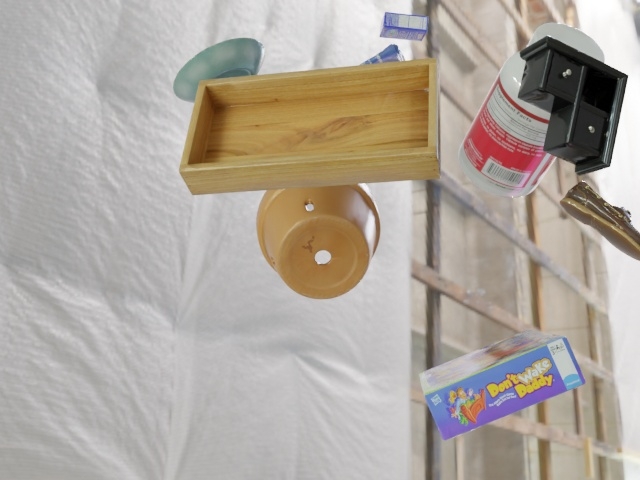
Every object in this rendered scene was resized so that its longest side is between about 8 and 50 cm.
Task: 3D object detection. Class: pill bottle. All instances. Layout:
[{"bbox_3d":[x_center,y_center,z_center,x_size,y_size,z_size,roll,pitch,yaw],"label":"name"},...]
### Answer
[{"bbox_3d":[0.515,-0.314,1.919,0.408,0.229,0.229,112,-178,-48],"label":"pill bottle"}]

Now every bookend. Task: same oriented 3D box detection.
[{"bbox_3d":[0.372,-0.204,1.194,0.157,0.072,0.156,21,-104,-17],"label":"bookend"}]

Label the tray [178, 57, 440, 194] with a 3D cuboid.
[{"bbox_3d":[-0.012,-0.185,1.286,0.076,0.411,0.203,71,-159,-54],"label":"tray"}]

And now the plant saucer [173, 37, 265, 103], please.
[{"bbox_3d":[-0.186,-0.312,1.500,0.195,0.195,0.037,-3,-119,-58],"label":"plant saucer"}]

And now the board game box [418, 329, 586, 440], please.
[{"bbox_3d":[0.294,0.237,1.346,0.347,0.233,0.078,41,-154,-83],"label":"board game box"}]

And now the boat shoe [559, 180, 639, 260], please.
[{"bbox_3d":[0.581,-0.044,1.562,0.073,0.207,0.073,-43,-24,-9],"label":"boat shoe"}]

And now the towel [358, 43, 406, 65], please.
[{"bbox_3d":[0.047,-0.313,1.745,0.040,0.336,0.243,58,-170,5],"label":"towel"}]

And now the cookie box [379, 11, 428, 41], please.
[{"bbox_3d":[0.202,-0.519,1.903,0.092,0.107,0.040,149,126,-87],"label":"cookie box"}]

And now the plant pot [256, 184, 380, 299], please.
[{"bbox_3d":[0.000,0.000,1.739,0.203,0.291,0.291,-98,-16,-65],"label":"plant pot"}]
